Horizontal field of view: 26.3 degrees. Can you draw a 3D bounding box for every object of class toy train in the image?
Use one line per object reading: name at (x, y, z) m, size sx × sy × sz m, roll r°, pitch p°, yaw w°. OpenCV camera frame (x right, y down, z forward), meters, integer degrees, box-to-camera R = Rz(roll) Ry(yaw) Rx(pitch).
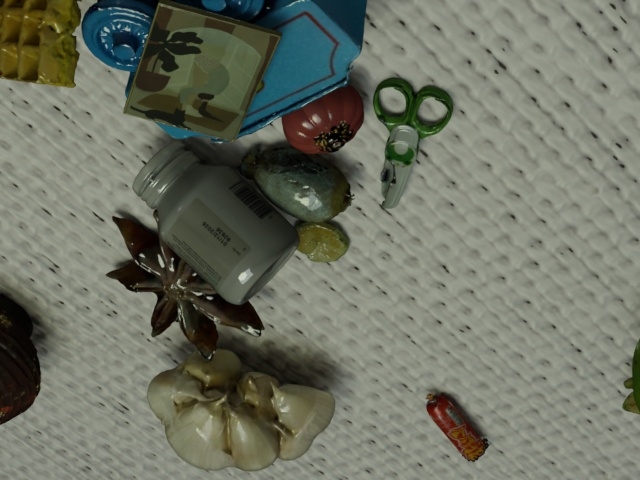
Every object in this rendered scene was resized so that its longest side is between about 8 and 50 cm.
toy train at (-0.103, -0.263, 1.575) m, size 0.300 × 0.188 × 0.265 m, roll -22°, pitch 133°, yaw 33°

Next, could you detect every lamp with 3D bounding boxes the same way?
lamp at (-0.557, 0.199, 2.144) m, size 0.247 × 0.247 × 0.247 m, roll 8°, pitch 136°, yaw 8°
lamp at (0.003, -0.155, 1.714) m, size 0.107 × 0.092 × 0.107 m, roll -18°, pitch 153°, yaw -10°

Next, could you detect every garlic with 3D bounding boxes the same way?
garlic at (-0.132, 0.269, 2.093) m, size 0.281 × 0.185 × 0.203 m, roll 22°, pitch 168°, yaw 4°

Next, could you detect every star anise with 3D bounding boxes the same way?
star anise at (-0.196, 0.051, 1.987) m, size 0.288 × 0.088 × 0.288 m, roll 13°, pitch 129°, yaw 17°

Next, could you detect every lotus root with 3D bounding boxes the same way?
lotus root at (-0.034, -0.078, 1.816) m, size 0.165 × 0.088 × 0.088 m, roll 23°, pitch 137°, yaw 7°

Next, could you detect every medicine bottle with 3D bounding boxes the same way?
medicine bottle at (-0.144, -0.029, 1.828) m, size 0.215 × 0.135 × 0.135 m, roll 43°, pitch 135°, yaw 7°

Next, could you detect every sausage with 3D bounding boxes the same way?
sausage at (0.209, 0.286, 2.144) m, size 0.050 × 0.048 × 0.145 m, roll -23°, pitch 123°, yaw 27°

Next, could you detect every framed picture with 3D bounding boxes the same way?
framed picture at (-0.135, -0.185, 1.529) m, size 0.136 × 0.010 × 0.201 m, roll 15°, pitch 146°, yaw -12°

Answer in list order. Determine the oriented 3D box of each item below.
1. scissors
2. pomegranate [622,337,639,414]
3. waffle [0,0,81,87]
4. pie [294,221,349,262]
scissors at (0.107, -0.119, 1.769) m, size 0.101 × 0.027 × 0.204 m, roll 15°, pitch 135°, yaw 5°
pomegranate at (0.515, 0.197, 1.854) m, size 0.236 × 0.236 × 0.302 m, roll 25°, pitch 148°, yaw -10°
waffle at (-0.357, -0.296, 1.609) m, size 0.229 × 0.219 × 0.057 m, roll 13°, pitch -174°, yaw 43°
pie at (0.000, 0.000, 1.927) m, size 0.084 × 0.020 × 0.084 m, roll 8°, pitch 138°, yaw 7°
